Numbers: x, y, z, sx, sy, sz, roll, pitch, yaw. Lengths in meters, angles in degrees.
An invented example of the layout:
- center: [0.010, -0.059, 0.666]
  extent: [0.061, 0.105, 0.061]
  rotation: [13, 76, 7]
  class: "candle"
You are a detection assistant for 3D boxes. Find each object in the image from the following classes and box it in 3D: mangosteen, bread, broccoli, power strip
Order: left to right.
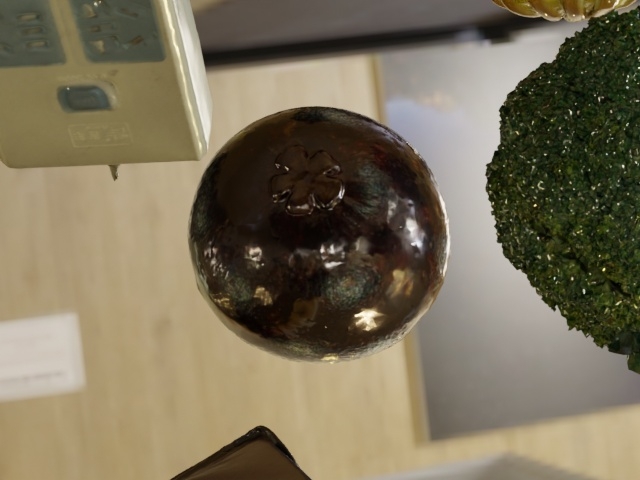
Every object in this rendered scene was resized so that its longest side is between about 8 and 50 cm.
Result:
- center: [-0.121, -0.155, 0.740]
  extent: [0.106, 0.043, 0.367]
  rotation: [-2, 138, 8]
  class: "power strip"
- center: [0.000, 0.000, 1.834]
  extent: [0.288, 0.288, 0.288]
  rotation: [-6, -178, 0]
  class: "mangosteen"
- center: [0.240, -0.240, 1.602]
  extent: [0.157, 0.083, 0.094]
  rotation: [-21, -151, -19]
  class: "bread"
- center: [0.171, -0.026, 0.913]
  extent: [0.156, 0.195, 0.195]
  rotation: [4, 177, -29]
  class: "broccoli"

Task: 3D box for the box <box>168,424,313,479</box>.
- center: [-0.038, 0.300, 1.324]
  extent: [0.188, 0.252, 0.153]
  rotation: [-30, -166, -12]
  class: "box"
